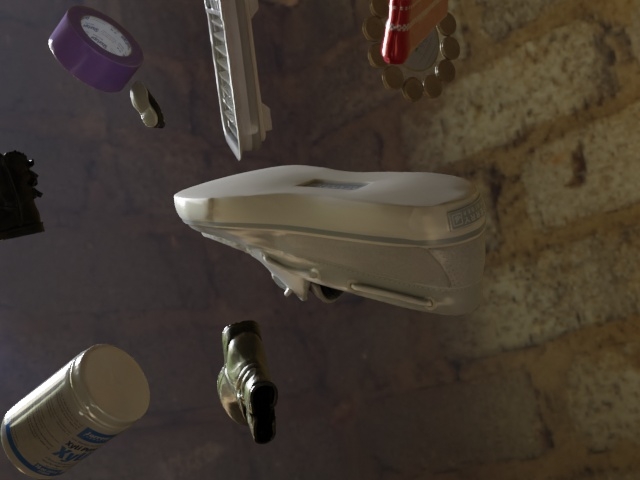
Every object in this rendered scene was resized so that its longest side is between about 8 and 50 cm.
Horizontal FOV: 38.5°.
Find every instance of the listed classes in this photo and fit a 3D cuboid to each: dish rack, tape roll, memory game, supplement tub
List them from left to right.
[{"bbox_3d":[-0.195,0.137,0.726,0.107,0.071,0.071,-36,-24,26],"label":"supplement tub"},{"bbox_3d":[-0.485,-0.416,1.989,0.080,0.189,0.189,-45,-29,25],"label":"tape roll"},{"bbox_3d":[-0.147,-0.324,1.620,0.072,0.333,0.285,-9,18,-11],"label":"dish rack"},{"bbox_3d":[0.136,-0.295,1.351,0.186,0.186,0.012,0,-3,-35],"label":"memory game"}]

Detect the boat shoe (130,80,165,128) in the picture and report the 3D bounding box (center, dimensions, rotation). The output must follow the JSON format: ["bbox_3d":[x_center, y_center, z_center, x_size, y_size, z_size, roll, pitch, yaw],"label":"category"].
[{"bbox_3d":[-0.372,-0.293,1.985,0.046,0.125,0.038,-43,-28,21],"label":"boat shoe"}]

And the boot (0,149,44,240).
[{"bbox_3d":[-0.374,-0.047,1.043,0.121,0.099,0.045,-16,5,-42],"label":"boot"}]

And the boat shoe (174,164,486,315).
[{"bbox_3d":[0.000,0.000,0.440,0.184,0.063,0.066,4,20,38],"label":"boat shoe"}]

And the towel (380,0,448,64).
[{"bbox_3d":[0.096,-0.312,0.830,0.031,0.275,0.199,10,28,15],"label":"towel"}]

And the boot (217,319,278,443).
[{"bbox_3d":[-0.110,0.259,1.444,0.083,0.161,0.246,-11,-45,-11],"label":"boot"}]
